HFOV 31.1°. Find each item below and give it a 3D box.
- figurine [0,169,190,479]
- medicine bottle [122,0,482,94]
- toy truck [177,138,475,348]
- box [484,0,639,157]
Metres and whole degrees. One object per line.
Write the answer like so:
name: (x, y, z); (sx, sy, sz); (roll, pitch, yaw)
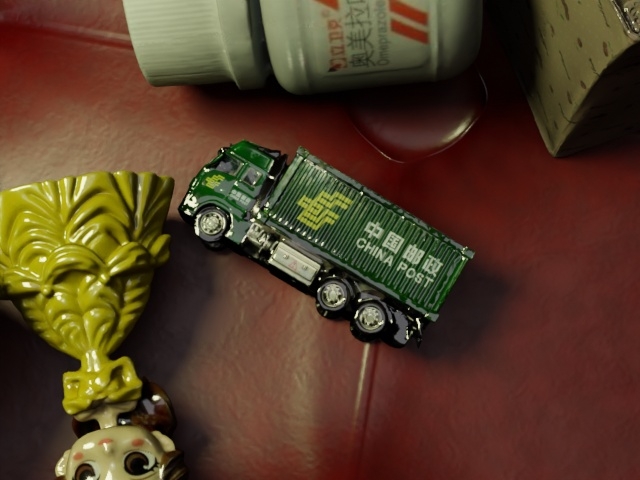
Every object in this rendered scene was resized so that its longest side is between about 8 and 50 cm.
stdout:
figurine: (-0.192, 0.114, 1.008); (0.187, 0.168, 0.315); (-6, 76, -31)
medicine bottle: (-0.017, -0.255, 1.054); (0.306, 0.245, 0.245); (-6, 79, 3)
toy truck: (0.000, 0.000, 1.084); (0.259, 0.088, 0.121); (31, 80, 3)
box: (0.301, -0.230, 1.038); (0.225, 0.297, 0.190); (-20, 77, -6)
